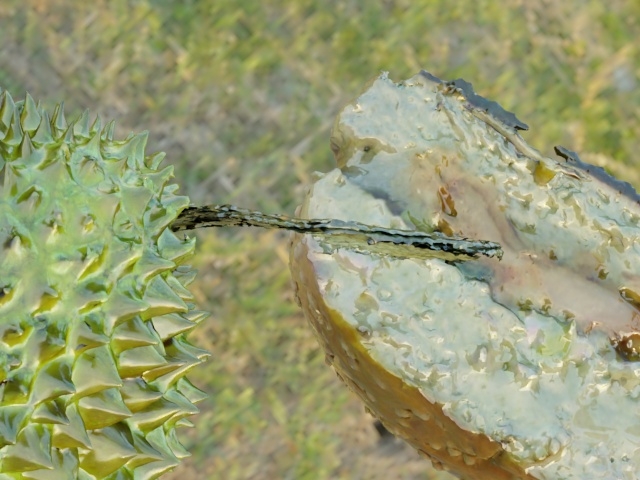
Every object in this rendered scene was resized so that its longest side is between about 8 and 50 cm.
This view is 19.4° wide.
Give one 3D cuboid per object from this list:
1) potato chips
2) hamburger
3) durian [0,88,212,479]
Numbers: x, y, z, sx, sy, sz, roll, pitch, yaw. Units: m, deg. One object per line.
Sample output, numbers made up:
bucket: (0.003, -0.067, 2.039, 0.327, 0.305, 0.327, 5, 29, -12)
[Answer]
potato chips: (0.001, -0.004, 1.143, 0.220, 0.202, 0.029, 5, 90, -3)
hamburger: (0.164, 0.082, 1.619, 0.445, 0.287, 0.268, 30, 73, 0)
durian: (-0.185, 0.055, 0.922, 0.291, 0.291, 0.224, 53, 22, 1)
